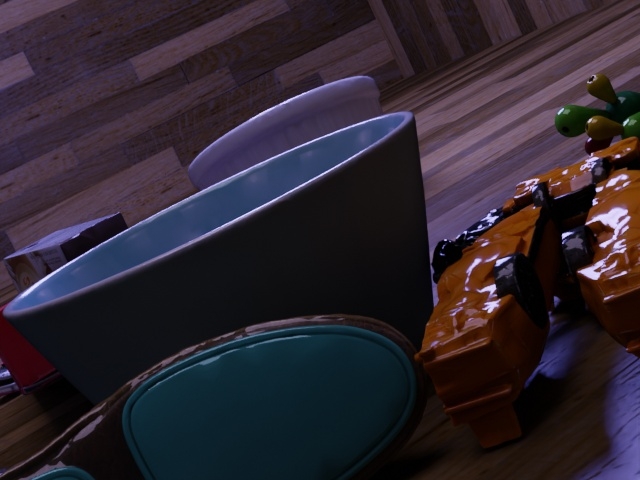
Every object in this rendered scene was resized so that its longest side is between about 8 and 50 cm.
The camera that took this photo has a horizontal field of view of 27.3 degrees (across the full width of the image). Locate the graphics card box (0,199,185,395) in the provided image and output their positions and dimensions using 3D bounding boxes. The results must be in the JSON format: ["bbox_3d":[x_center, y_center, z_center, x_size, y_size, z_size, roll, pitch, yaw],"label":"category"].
[{"bbox_3d":[-0.238,0.069,1.421,0.232,0.094,0.371,-32,1,-12],"label":"graphics card box"}]

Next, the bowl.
[{"bbox_3d":[-0.044,0.047,0.921,0.311,0.163,0.311,-26,8,4],"label":"bowl"}]

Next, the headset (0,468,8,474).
[{"bbox_3d":[-0.378,0.183,0.875,0.185,0.244,0.394,17,5,40],"label":"headset"}]

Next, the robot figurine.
[{"bbox_3d":[0.157,0.014,0.797,0.211,0.085,0.291,-22,10,22],"label":"robot figurine"}]

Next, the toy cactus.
[{"bbox_3d":[0.324,-0.117,1.152,0.219,0.112,0.180,-25,-11,24],"label":"toy cactus"}]

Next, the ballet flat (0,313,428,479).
[{"bbox_3d":[-0.099,0.146,0.752,0.342,0.116,0.124,-30,-10,-6],"label":"ballet flat"}]

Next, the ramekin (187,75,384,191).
[{"bbox_3d":[-0.026,-0.094,1.710,0.272,0.127,0.273,-26,-5,-2],"label":"ramekin"}]

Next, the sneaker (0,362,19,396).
[{"bbox_3d":[-0.358,0.134,1.622,0.170,0.075,0.063,-33,11,-39],"label":"sneaker"}]

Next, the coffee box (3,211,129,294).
[{"bbox_3d":[-0.324,0.056,1.781,0.098,0.141,0.246,-30,10,-29],"label":"coffee box"}]
